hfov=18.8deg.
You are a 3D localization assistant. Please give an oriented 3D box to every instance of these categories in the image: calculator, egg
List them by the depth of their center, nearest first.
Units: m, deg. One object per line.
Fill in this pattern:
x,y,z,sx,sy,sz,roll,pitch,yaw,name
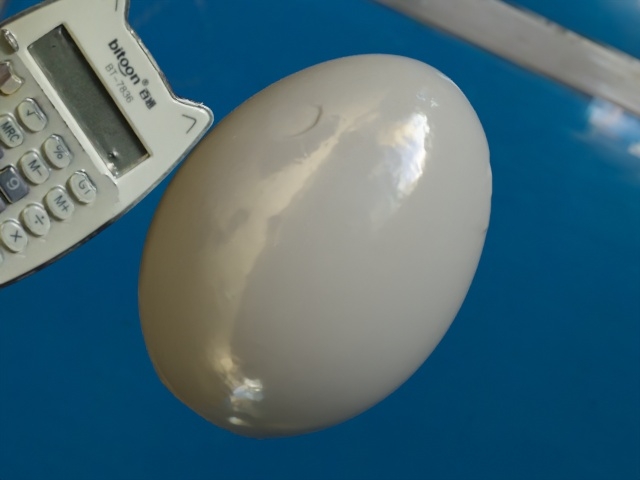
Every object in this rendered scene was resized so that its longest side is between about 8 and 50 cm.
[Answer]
0.000,0.000,1.083,0.232,0.176,0.176,-52,-149,11,egg
-0.223,-0.070,1.446,0.268,0.177,0.040,-36,-159,-11,calculator
